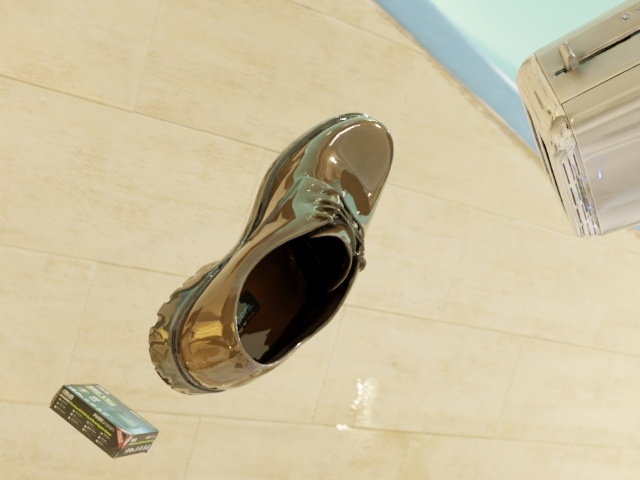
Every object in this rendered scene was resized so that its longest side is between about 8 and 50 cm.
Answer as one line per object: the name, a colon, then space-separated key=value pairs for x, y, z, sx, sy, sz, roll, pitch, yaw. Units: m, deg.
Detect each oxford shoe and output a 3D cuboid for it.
oxford shoe: x=0.000 y=0.000 z=0.486 sx=0.083 sy=0.096 sz=0.227 roll=48 pitch=54 yaw=-23

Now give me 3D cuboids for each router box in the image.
router box: x=-0.291 y=0.242 z=1.093 sx=0.038 sy=0.122 sz=0.092 roll=-58 pitch=163 yaw=0

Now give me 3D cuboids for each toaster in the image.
toaster: x=0.263 y=-0.096 z=0.690 sx=0.146 sy=0.129 sz=0.227 roll=-22 pitch=139 yaw=14
